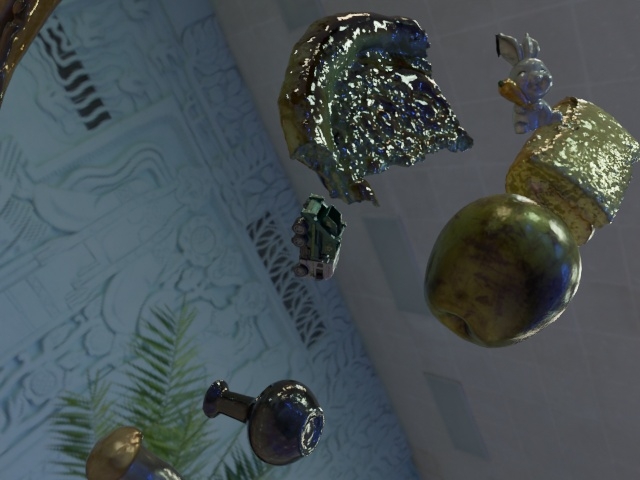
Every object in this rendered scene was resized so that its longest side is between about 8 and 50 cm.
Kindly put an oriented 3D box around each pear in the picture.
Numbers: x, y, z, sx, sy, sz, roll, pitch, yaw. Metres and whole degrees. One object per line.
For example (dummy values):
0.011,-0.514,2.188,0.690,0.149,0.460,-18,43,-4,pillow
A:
0.323,0.059,1.111,0.283,0.283,0.284,35,-34,27,pear

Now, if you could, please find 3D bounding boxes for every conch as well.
-0.228,-0.247,0.522,0.109,0.331,0.093,2,-13,7,conch

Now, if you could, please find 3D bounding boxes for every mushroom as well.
-0.267,0.459,1.056,0.329,0.122,0.159,57,-6,-25,mushroom

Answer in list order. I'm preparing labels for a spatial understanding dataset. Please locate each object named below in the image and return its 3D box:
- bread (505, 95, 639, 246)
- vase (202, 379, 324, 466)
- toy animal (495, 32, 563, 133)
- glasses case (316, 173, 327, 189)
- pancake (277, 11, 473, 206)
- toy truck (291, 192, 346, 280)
0.569,-0.176,1.383,0.236,0.375,0.165,42,-42,6,bread
-0.089,0.253,0.895,0.182,0.120,0.120,8,-49,30,vase
0.375,-0.300,1.161,0.127,0.130,0.182,-119,-166,-70,toy animal
0.007,-0.138,1.311,0.083,0.023,0.034,-119,-167,-45,glasses case
0.085,-0.228,0.963,0.305,0.426,0.067,54,-42,6,pancake
0.000,0.000,1.513,0.116,0.110,0.216,11,-50,12,toy truck
